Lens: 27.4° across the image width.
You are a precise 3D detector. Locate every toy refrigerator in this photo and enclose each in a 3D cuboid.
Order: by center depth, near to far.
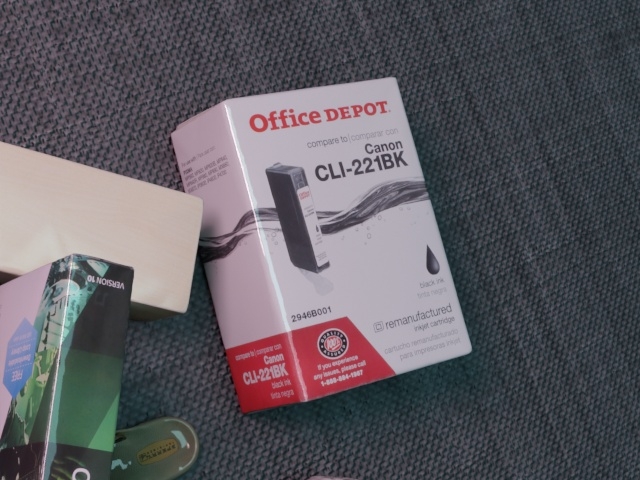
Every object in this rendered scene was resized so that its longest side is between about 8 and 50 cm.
[{"bbox_3d":[-0.240,-0.012,1.067,0.270,0.094,0.102,15,74,-27],"label":"toy refrigerator"}]

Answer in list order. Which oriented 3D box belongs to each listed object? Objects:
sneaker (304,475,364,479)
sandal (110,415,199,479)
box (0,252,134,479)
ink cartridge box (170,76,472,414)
[{"bbox_3d":[0.090,0.316,1.192,0.297,0.111,0.129,39,66,-18],"label":"sneaker"},{"bbox_3d":[-0.170,0.193,1.084,0.180,0.049,0.072,-23,91,-35],"label":"sandal"},{"bbox_3d":[-0.223,0.187,0.940,0.058,0.232,0.322,14,71,-32],"label":"box"},{"bbox_3d":[0.000,0.000,1.203,0.197,0.114,0.272,-12,84,-34],"label":"ink cartridge box"}]
